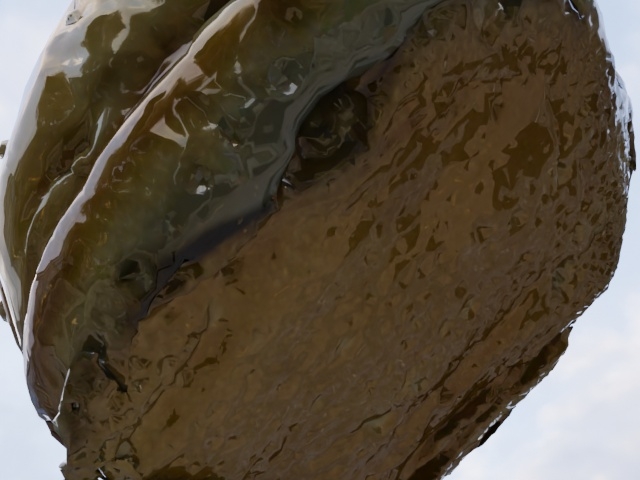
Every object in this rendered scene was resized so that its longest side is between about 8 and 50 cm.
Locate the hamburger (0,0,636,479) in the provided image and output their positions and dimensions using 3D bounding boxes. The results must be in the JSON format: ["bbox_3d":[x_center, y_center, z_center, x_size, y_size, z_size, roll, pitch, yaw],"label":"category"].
[{"bbox_3d":[0.000,0.000,0.446,0.319,0.158,0.318,-28,-47,-35],"label":"hamburger"}]
